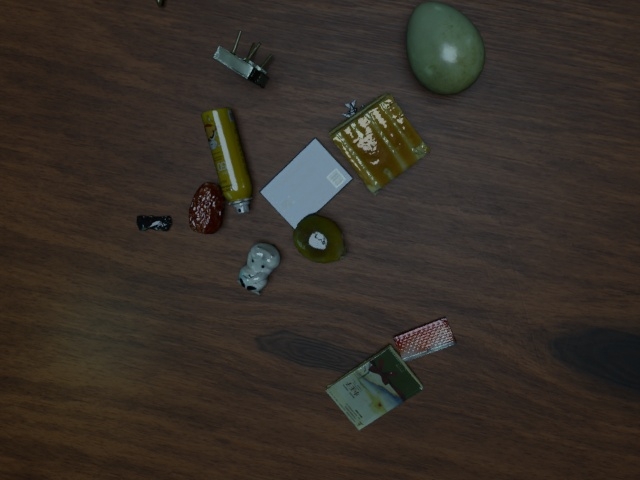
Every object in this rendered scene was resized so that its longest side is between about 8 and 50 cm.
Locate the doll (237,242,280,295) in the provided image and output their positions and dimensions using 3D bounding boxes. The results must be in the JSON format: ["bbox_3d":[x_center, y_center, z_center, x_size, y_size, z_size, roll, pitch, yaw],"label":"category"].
[{"bbox_3d":[-0.212,0.096,1.824,0.110,0.107,0.180,33,100,8],"label":"doll"}]

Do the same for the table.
[{"bbox_3d":[-0.223,-0.562,1.653,0.122,0.240,0.111,32,101,-1],"label":"table"}]

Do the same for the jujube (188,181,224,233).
[{"bbox_3d":[-0.384,-0.109,1.815,0.112,0.109,0.176,10,92,-32],"label":"jujube"}]

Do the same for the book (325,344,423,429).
[{"bbox_3d":[0.190,0.522,1.888,0.289,0.026,0.201,-38,95,13],"label":"book"}]

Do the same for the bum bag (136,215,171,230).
[{"bbox_3d":[-0.585,-0.060,1.873,0.124,0.034,0.057,2,90,5],"label":"bum bag"}]

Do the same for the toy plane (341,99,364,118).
[{"bbox_3d":[0.110,-0.414,1.751,0.079,0.031,0.083,-16,95,24],"label":"toy plane"}]

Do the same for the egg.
[{"bbox_3d":[0.367,-0.582,1.604,0.218,0.218,0.295,-25,87,9],"label":"egg"}]

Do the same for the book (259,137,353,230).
[{"bbox_3d":[-0.049,-0.187,1.806,0.269,0.025,0.191,-43,92,10],"label":"book"}]

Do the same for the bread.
[{"bbox_3d":[0.191,-0.309,1.705,0.239,0.111,0.246,-33,106,12],"label":"bread"}]

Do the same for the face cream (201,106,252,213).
[{"bbox_3d":[-0.301,-0.259,1.778,0.105,0.105,0.348,-13,98,8],"label":"face cream"}]

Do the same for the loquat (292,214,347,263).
[{"bbox_3d":[0.000,0.000,1.772,0.195,0.152,0.152,36,101,8],"label":"loquat"}]

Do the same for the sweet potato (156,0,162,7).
[{"bbox_3d":[-0.527,-0.838,1.743,0.041,0.038,0.153,4,92,-19],"label":"sweet potato"}]

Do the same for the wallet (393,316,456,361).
[{"bbox_3d":[0.361,0.344,1.851,0.197,0.020,0.103,-22,97,8],"label":"wallet"}]
